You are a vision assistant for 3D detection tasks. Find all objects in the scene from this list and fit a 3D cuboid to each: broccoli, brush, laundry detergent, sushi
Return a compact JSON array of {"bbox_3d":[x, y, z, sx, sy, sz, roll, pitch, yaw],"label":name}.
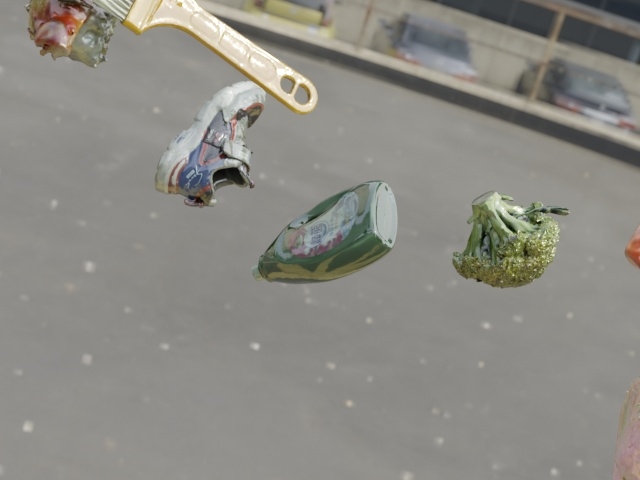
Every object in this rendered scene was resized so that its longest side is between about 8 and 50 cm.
[{"bbox_3d":[0.224,-0.001,1.651,0.130,0.120,0.131,-41,14,-31],"label":"broccoli"},{"bbox_3d":[-0.108,-0.208,1.367,0.272,0.103,0.013,34,-25,-24],"label":"brush"},{"bbox_3d":[0.000,0.000,1.802,0.063,0.211,0.137,43,37,-35],"label":"laundry detergent"},{"bbox_3d":[-0.245,-0.234,1.379,0.103,0.097,0.226,37,31,-20],"label":"sushi"}]

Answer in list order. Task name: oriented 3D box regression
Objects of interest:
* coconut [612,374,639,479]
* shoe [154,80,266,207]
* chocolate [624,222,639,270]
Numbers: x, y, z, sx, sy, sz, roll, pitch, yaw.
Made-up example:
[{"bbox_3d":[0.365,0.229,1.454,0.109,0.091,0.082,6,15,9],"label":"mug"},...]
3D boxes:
[{"bbox_3d":[0.412,0.204,1.396,0.233,0.233,0.245,19,-24,4],"label":"coconut"},{"bbox_3d":[-0.139,-0.135,2.051,0.125,0.227,0.099,36,-17,17],"label":"shoe"},{"bbox_3d":[0.337,-0.042,1.019,0.108,0.234,0.237,31,7,27],"label":"chocolate"}]
